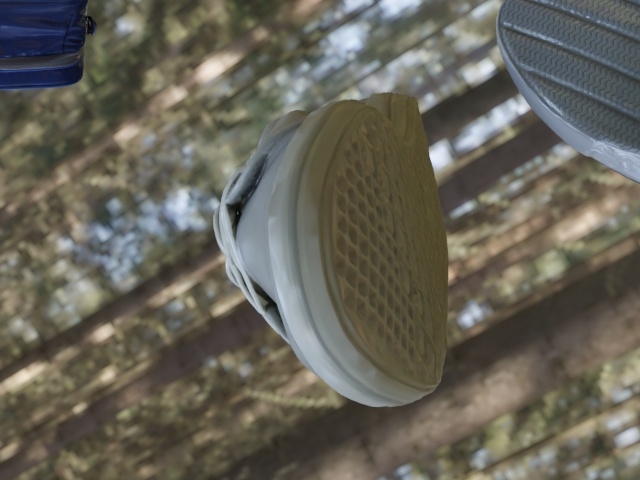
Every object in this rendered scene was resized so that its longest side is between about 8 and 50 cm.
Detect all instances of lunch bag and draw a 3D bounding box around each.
[{"bbox_3d":[-0.163,-0.114,0.929,0.098,0.065,0.067,-2,-140,-18],"label":"lunch bag"}]

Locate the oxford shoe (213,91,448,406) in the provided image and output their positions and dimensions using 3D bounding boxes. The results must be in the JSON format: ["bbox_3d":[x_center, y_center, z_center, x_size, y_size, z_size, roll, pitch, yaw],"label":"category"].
[{"bbox_3d":[0.000,0.000,1.039,0.449,0.130,0.169,-66,-35,-79],"label":"oxford shoe"}]

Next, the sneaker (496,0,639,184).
[{"bbox_3d":[0.192,-0.044,0.874,0.258,0.094,0.091,39,173,29],"label":"sneaker"}]
